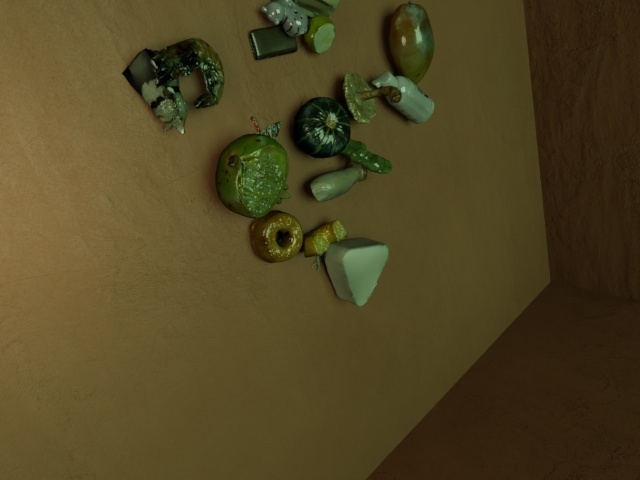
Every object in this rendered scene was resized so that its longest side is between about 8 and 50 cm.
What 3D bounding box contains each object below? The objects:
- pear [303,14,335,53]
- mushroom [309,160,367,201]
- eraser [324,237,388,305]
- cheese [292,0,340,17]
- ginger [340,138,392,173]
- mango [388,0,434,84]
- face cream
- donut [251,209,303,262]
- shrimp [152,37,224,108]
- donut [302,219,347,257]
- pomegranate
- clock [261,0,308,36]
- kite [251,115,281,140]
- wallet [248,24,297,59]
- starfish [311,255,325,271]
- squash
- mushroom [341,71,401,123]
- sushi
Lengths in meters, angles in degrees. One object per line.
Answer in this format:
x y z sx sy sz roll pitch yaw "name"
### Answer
-0.013 -0.853 1.761 0.141 0.104 0.141 -31 149 -21 "pear"
0.078 -0.266 1.926 0.350 0.128 0.128 -34 117 -35 "mushroom"
0.188 0.108 2.055 0.331 0.150 0.331 -15 113 -39 "eraser"
-0.029 -1.030 1.704 0.266 0.127 0.233 0 96 -40 "cheese"
0.193 -0.388 1.941 0.089 0.290 0.137 -62 172 22 "ginger"
0.433 -0.924 2.044 0.221 0.199 0.384 -31 129 -35 "mango"
0.394 -0.703 2.059 0.369 0.145 0.145 19 86 -45 "face cream"
-0.179 -0.015 1.780 0.226 0.113 0.227 -7 101 -38 "donut"
-0.424 -0.546 1.439 0.365 0.071 0.233 -65 140 -49 "shrimp"
-0.006 0.003 1.900 0.259 0.152 0.101 -40 108 -50 "donut"
-0.260 -0.239 1.631 0.310 0.216 0.358 -71 159 -5 "pomegranate"
-0.133 -0.854 1.648 0.176 0.080 0.117 38 61 -13 "clock"
-0.238 -0.409 1.726 0.232 0.009 0.189 -39 120 -26 "kite"
-0.184 -0.783 1.686 0.198 0.031 0.110 -28 114 -31 "wallet"
-0.009 0.098 1.996 0.092 0.016 0.086 -32 114 -27 "starfish"
0.006 -0.471 1.799 0.252 0.165 0.252 1 87 -25 "squash"
0.238 -0.623 1.892 0.233 0.301 0.208 -55 155 -34 "mushroom"
-0.511 -0.494 1.438 0.273 0.134 0.109 56 33 -20 "sushi"
